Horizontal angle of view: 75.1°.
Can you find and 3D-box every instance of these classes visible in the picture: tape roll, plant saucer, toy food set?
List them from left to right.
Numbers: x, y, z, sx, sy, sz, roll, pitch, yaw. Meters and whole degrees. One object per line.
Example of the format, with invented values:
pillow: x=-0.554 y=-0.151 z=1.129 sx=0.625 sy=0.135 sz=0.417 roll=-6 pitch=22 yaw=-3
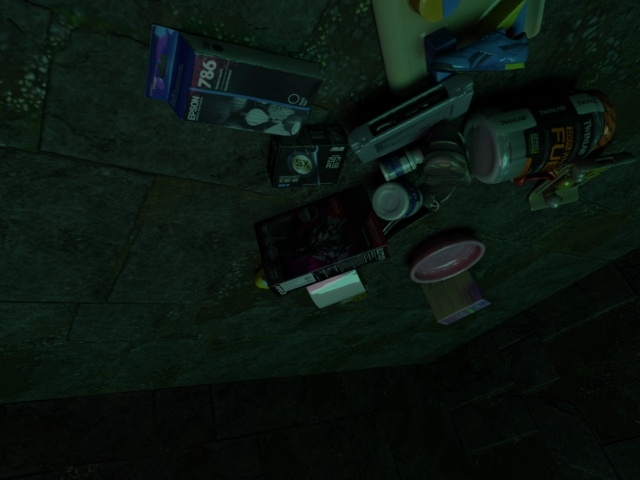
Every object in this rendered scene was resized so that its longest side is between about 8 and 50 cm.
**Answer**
tape roll: x=0.033 y=0.088 z=1.408 sx=0.169 sy=0.245 sz=0.246 roll=-22 pitch=149 yaw=7
plant saucer: x=0.530 y=0.069 z=1.781 sx=0.333 sy=0.084 sz=0.332 roll=-13 pitch=149 yaw=-8
toy food set: x=0.929 y=-0.203 z=1.498 sx=0.220 sy=0.092 sz=0.306 roll=-12 pitch=162 yaw=-9

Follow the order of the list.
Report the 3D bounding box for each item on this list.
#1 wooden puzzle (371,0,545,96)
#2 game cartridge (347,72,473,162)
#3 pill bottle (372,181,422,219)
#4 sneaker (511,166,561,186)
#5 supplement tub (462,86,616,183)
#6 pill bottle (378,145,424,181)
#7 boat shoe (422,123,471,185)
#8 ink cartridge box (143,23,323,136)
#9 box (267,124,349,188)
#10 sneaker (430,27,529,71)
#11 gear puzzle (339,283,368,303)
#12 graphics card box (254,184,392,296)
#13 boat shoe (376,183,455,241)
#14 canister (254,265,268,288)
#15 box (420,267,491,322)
wooden puzzle: x=0.290 y=-0.460 z=0.830 sx=0.348 sy=0.080 sz=0.322 roll=-22 pitch=149 yaw=7
game cartridge: x=0.218 y=-0.288 z=1.019 sx=0.298 sy=0.062 sz=0.198 roll=-25 pitch=178 yaw=12
pill bottle: x=0.243 y=-0.123 z=1.269 sx=0.112 sy=0.111 sz=0.187 roll=-38 pitch=168 yaw=29
sneaker: x=0.751 y=-0.249 z=1.357 sx=0.279 sy=0.118 sz=0.107 roll=-22 pitch=149 yaw=7
supplement tub: x=0.583 y=-0.288 z=1.126 sx=0.339 sy=0.206 sz=0.207 roll=-16 pitch=149 yaw=-4
pill bottle: x=0.231 y=-0.222 z=1.187 sx=0.120 sy=0.066 sz=0.067 roll=-25 pitch=148 yaw=12
boat shoe: x=0.361 y=-0.229 z=1.159 sx=0.133 sy=0.130 sz=0.355 roll=6 pitch=179 yaw=16
ink cartridge box: x=-0.175 y=-0.310 z=0.851 sx=0.333 sy=0.065 sz=0.165 roll=1 pitch=145 yaw=-27
box: x=-0.035 y=-0.213 z=1.058 sx=0.180 sy=0.077 sz=0.147 roll=-6 pitch=146 yaw=-19
sneaker: x=0.324 y=-0.386 z=0.850 sx=0.210 sy=0.069 sz=0.082 roll=-7 pitch=113 yaw=-8
gear puzzle: x=0.118 y=0.223 z=1.866 sx=0.176 sy=0.044 sz=0.339 roll=-36 pitch=147 yaw=24
graphics card box: x=0.000 y=0.000 z=1.263 sx=0.372 sy=0.232 sz=0.094 roll=-20 pitch=150 yaw=5
boat shoe: x=0.318 y=-0.094 z=1.404 sx=0.336 sy=0.095 sz=0.112 roll=-30 pitch=147 yaw=20
canister: x=-0.151 y=0.108 z=1.513 sx=0.126 sy=0.073 sz=0.170 roll=10 pitch=141 yaw=-37
box: x=0.648 y=0.256 z=2.010 sx=0.243 sy=0.213 sz=0.117 roll=-35 pitch=144 yaw=25
